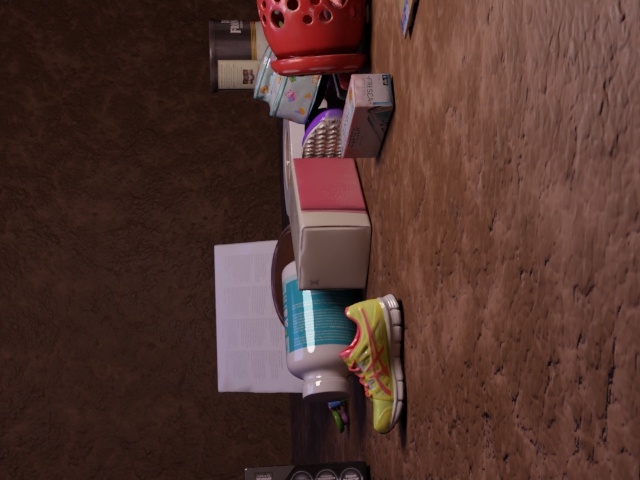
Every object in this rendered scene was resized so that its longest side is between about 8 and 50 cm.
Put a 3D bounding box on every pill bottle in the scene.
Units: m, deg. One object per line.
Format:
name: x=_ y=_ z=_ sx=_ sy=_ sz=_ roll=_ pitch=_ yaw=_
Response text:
pill bottle: x=0.004 y=0.172 z=1.861 sx=0.146 sy=0.146 sz=0.264 roll=102 pitch=165 yaw=-66

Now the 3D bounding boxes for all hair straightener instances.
hair straightener: x=0.019 y=-0.363 z=1.824 sx=0.089 sy=0.047 sz=0.230 roll=109 pitch=142 yaw=-68

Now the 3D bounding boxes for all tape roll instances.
tape roll: x=-0.032 y=-0.196 z=2.316 sx=0.286 sy=0.100 sz=0.286 roll=179 pitch=90 yaw=-83

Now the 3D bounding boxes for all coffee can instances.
coffee can: x=-0.171 y=-0.513 z=2.698 sx=0.201 sy=0.276 sz=0.201 roll=179 pitch=90 yaw=-83

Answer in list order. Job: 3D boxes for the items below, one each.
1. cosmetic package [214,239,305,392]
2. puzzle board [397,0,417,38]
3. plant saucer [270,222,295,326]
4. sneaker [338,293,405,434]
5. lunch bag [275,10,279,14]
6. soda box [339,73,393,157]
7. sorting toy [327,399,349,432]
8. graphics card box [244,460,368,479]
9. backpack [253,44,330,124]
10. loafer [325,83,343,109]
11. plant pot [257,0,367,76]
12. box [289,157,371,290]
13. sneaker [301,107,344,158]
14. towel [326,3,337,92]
cosmetic package: x=-0.121 y=0.190 z=2.417 sx=0.097 sy=0.285 sz=0.377 roll=4 pitch=-97 yaw=-58
puzzle board: x=0.118 y=-0.347 z=1.294 sx=0.128 sy=0.011 sz=0.096 roll=98 pitch=168 yaw=-60
plant saucer: x=-0.042 y=0.089 z=2.208 sx=0.311 sy=0.050 sz=0.310 roll=-2 pitch=88 yaw=63
sneaker: x=0.074 y=0.186 z=1.453 sx=0.081 sy=0.094 sz=0.208 roll=165 pitch=102 yaw=-82
lunch bag: x=-0.109 y=-0.752 z=2.843 sx=0.279 sy=0.108 sz=0.224 roll=95 pitch=166 yaw=-57
soda box: x=0.070 y=-0.193 z=1.531 sx=0.183 sy=0.063 sz=0.058 roll=103 pitch=164 yaw=-69
sorting toy: x=0.043 y=0.361 z=2.083 sx=0.102 sy=0.042 sz=0.061 roll=-117 pitch=8 yaw=-48
graphics card box: x=-0.017 y=0.595 z=1.760 sx=0.094 sy=0.233 sz=0.370 roll=93 pitch=175 yaw=-68
backpack: x=-0.052 y=-0.317 z=1.895 sx=0.188 sy=0.145 sz=0.165 roll=-102 pitch=31 yaw=-64
loafer: x=0.031 y=-0.299 z=1.976 sx=0.125 sy=0.045 sz=0.039 roll=102 pitch=172 yaw=-76
plant pot: x=-0.012 y=-0.373 z=1.673 sx=0.191 sy=0.191 sz=0.174 roll=-130 pitch=36 yaw=-80
box: x=0.013 y=-0.034 z=1.809 sx=0.232 sy=0.127 sz=0.148 roll=-100 pitch=11 yaw=-52
sneaker: x=0.007 y=-0.211 z=1.939 sx=0.293 sy=0.102 sz=0.146 roll=103 pitch=165 yaw=-67
towel: x=0.033 y=-0.437 z=1.974 sx=0.275 sy=0.031 sz=0.198 roll=105 pitch=162 yaw=-68
